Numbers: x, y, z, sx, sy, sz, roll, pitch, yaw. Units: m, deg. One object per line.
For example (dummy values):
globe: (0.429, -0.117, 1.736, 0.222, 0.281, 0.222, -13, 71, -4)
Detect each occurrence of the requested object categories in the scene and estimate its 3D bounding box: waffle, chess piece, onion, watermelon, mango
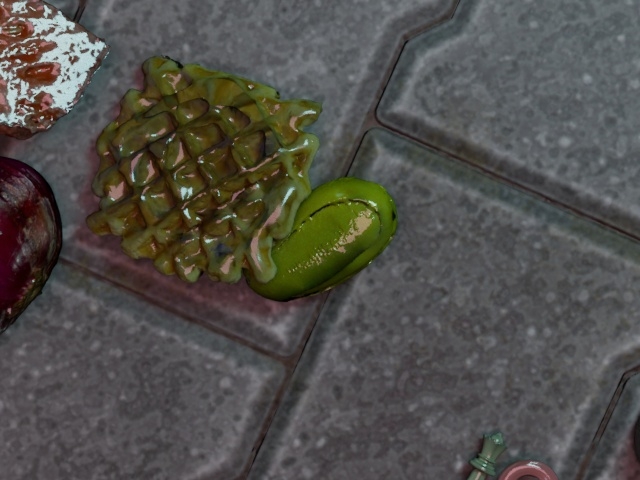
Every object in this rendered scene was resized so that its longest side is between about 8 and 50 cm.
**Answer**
waffle: (-0.118, -0.063, 1.421, 0.223, 0.054, 0.204, 18, 91, 17)
chess piece: (0.154, 0.229, 1.457, 0.042, 0.042, 0.093, 28, 86, 0)
onion: (-0.364, -0.008, 1.420, 0.218, 0.140, 0.195, 34, 100, 4)
watermelon: (-0.334, -0.187, 1.419, 0.256, 0.140, 0.193, 18, 88, -9)
mango: (0.000, 0.000, 1.435, 0.165, 0.074, 0.091, -30, 84, 16)

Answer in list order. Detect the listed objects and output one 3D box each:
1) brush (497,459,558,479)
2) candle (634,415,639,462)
brush: (0.201, 0.329, 1.455, 0.103, 0.047, 0.233, 0, 91, 2)
candle: (0.402, 0.165, 1.432, 0.192, 0.068, 0.168, 3, 91, -2)
